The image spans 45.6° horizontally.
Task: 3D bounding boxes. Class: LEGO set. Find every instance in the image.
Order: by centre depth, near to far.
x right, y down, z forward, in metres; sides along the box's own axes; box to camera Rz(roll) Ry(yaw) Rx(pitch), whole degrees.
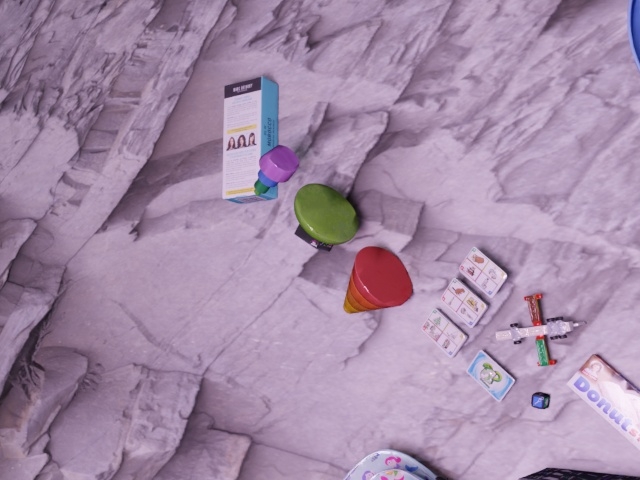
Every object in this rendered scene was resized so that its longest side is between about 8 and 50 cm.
[{"bbox_3d":[0.299,0.152,1.229,0.244,0.060,0.182,44,118,32],"label":"LEGO set"}]

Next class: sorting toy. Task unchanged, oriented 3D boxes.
[{"bbox_3d":[0.000,0.000,1.368,0.365,0.127,0.126,49,132,8],"label":"sorting toy"}]

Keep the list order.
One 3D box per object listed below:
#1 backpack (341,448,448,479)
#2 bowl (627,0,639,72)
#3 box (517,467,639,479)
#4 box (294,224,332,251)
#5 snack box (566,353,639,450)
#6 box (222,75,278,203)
[{"bbox_3d":[0.127,0.458,1.191,0.225,0.191,0.253,-49,48,-9],"label":"backpack"},{"bbox_3d":[0.637,-0.323,1.053,0.391,0.077,0.391,-6,78,32],"label":"bowl"},{"bbox_3d":[0.419,0.411,1.033,0.270,0.143,0.165,-4,80,32],"label":"box"},{"bbox_3d":[0.002,-0.030,1.436,0.062,0.052,0.083,35,102,32],"label":"box"},{"bbox_3d":[0.451,0.249,1.112,0.178,0.022,0.064,44,108,30],"label":"snack box"},{"bbox_3d":[-0.143,-0.203,1.555,0.101,0.060,0.244,-5,79,32],"label":"box"}]
